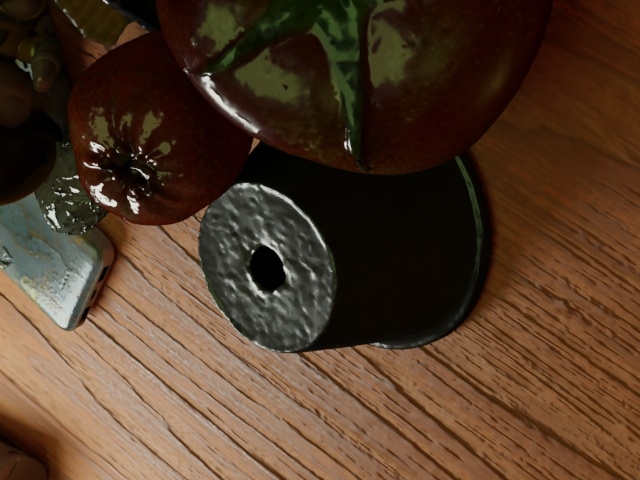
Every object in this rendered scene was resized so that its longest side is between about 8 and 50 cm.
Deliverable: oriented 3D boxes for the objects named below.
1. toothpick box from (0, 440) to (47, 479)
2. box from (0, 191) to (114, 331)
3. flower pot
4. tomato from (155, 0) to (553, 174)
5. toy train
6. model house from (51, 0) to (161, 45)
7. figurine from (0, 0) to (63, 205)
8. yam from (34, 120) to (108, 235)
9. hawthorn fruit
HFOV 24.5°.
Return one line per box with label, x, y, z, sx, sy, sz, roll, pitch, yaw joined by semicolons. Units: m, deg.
toothpick box;-0.444;0.295;1.863;0.181;0.111;0.111;19;121;34
box;-0.352;-0.032;1.678;0.285;0.044;0.142;43;127;16
flower pot;0.000;0.000;1.310;0.269;0.166;0.269;20;124;33
tomato;0.029;-0.206;1.118;0.303;0.239;0.303;2;102;12
toy train;-0.295;-0.157;1.563;0.051;0.052;0.234;-5;106;37
model house;-0.195;-0.272;1.285;0.280;0.249;0.230;45;133;15
figurine;-0.332;-0.150;1.422;0.192;0.167;0.256;23;104;-4
yam;-0.215;-0.090;1.493;0.183;0.107;0.107;-35;86;42
hawthorn fruit;-0.102;-0.118;1.273;0.165;0.285;0.165;9;113;21
